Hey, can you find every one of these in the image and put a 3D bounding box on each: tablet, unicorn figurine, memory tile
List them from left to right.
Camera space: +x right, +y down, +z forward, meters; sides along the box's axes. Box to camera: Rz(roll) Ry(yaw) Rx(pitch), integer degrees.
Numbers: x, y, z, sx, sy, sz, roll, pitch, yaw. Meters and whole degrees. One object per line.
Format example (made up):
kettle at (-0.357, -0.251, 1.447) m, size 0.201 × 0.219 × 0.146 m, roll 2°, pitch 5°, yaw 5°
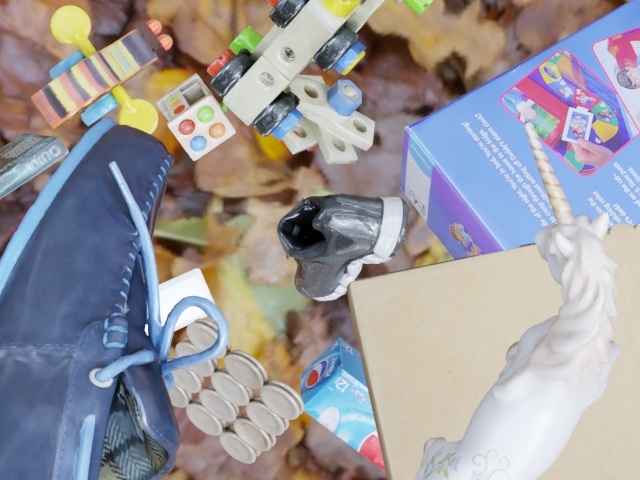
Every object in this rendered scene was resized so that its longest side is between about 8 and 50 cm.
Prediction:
tablet at (-0.158, 0.069, 1.527) m, size 0.083 × 0.006 × 0.054 m, roll -24°, pitch 106°, yaw -10°
memory tile at (-0.075, 0.123, 1.147) m, size 0.113 × 0.148 × 0.012 m, roll 40°, pitch 56°, yaw 1°
unicorn figurine at (0.072, 0.054, 0.504) m, size 0.060 × 0.111 × 0.161 m, roll 19°, pitch 84°, yaw 7°

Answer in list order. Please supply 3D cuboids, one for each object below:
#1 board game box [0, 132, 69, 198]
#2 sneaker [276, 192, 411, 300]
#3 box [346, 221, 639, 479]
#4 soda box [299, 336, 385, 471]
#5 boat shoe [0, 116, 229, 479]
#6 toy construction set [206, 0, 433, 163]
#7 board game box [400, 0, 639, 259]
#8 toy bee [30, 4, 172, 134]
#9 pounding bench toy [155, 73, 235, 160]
board game box at (-0.402, -0.067, 1.704) m, size 0.186 × 0.126 × 0.026 m, roll -37°, pitch 113°, yaw -22°
sneaker at (0.000, 0.000, 1.439) m, size 0.106 × 0.234 × 0.078 m, roll 14°, pitch 70°, yaw -16°
box at (0.110, 0.099, 0.629) m, size 0.164 × 0.021 × 0.201 m, roll -11°, pitch 83°, yaw -8°
soda box at (0.076, 0.199, 1.532) m, size 0.210 × 0.071 × 0.067 m, roll 38°, pitch 109°, yaw -18°
boat shoe at (-0.094, 0.071, 0.524) m, size 0.089 × 0.109 × 0.258 m, roll 20°, pitch 59°, yaw -4°
toy construction set at (0.016, -0.198, 1.309) m, size 0.151 × 0.215 × 0.327 m, roll 32°, pitch 131°, yaw 5°
board game box at (0.238, 0.023, 0.819) m, size 0.233 × 0.078 × 0.347 m, roll -30°, pitch 67°, yaw -13°
toy bee at (-0.293, -0.250, 1.972) m, size 0.162 × 0.298 × 0.195 m, roll -34°, pitch 119°, yaw 14°
pounding bench toy at (-0.112, -0.131, 1.432) m, size 0.083 × 0.065 × 0.052 m, roll -34°, pitch 125°, yaw 1°
